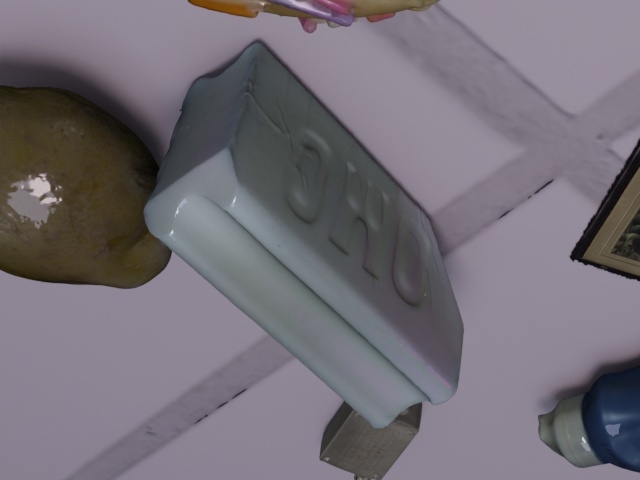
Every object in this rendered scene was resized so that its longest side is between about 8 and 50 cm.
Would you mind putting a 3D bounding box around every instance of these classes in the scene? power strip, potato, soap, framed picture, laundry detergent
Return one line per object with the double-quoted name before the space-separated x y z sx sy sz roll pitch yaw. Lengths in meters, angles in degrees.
"power strip" 0.060 0.185 1.268 0.075 0.042 0.175 22 134 -10
"potato" -0.219 -0.038 1.030 0.178 0.160 0.235 24 170 48
"soap" 0.000 0.000 1.000 0.095 0.173 0.289 -26 124 33
"framed picture" 0.333 -0.017 1.025 0.195 0.010 0.199 16 136 -5
"laundry detergent" 0.347 0.154 1.144 0.290 0.094 0.143 -18 139 32

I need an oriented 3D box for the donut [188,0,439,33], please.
"donut" -0.046 -0.276 0.710 0.307 0.150 0.371 11 150 8
